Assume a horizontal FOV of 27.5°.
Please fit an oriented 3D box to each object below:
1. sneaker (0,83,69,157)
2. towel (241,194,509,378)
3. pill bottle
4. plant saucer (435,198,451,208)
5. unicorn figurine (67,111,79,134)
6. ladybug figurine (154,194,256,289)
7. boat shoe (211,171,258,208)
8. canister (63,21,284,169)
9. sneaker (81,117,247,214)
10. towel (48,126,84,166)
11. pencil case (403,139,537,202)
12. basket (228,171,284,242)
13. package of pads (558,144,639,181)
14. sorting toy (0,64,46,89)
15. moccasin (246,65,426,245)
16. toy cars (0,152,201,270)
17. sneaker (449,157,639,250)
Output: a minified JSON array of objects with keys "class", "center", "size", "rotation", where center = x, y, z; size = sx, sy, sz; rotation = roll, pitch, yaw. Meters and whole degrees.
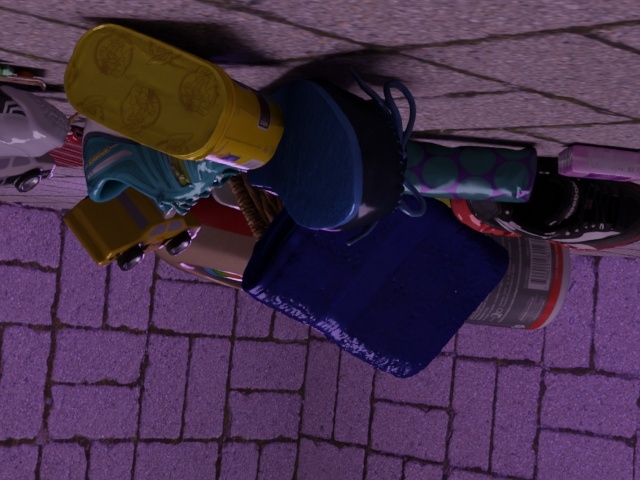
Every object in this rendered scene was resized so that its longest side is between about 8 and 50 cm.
[{"class":"sneaker","center":[-0.443,-0.065,1.307],"size":[0.365,0.210,0.137],"rotation":[6,178,-8]},{"class":"towel","center":[0.069,0.027,1.608],"size":[0.308,0.228,0.076],"rotation":[33,-168,-37]},{"class":"pill bottle","center":[0.246,0.044,2.358],"size":[0.362,0.210,0.210],"rotation":[7,177,-18]},{"class":"plant saucer","center":[0.133,-0.059,2.119],"size":[0.188,0.045,0.188],"rotation":[6,178,-9]},{"class":"unicorn figurine","center":[-0.337,-0.125,1.430],"size":[0.162,0.060,0.111],"rotation":[2,-176,-16]},{"class":"ladybug figurine","center":[-0.135,0.003,2.445],"size":[0.449,0.162,0.305],"rotation":[11,169,38]},{"class":"boat shoe","center":[-0.064,-0.071,2.050],"size":[0.227,0.079,0.081],"rotation":[12,-177,-14]},{"class":"canister","center":[-0.106,-0.105,1.009],"size":[0.126,0.073,0.170],"rotation":[24,-176,13]},{"class":"sneaker","center":[-0.143,-0.082,1.440],"size":[0.275,0.110,0.107],"rotation":[3,177,28]},{"class":"towel","center":[-0.384,-0.131,1.785],"size":[0.274,0.031,0.199],"rotation":[2,174,28]},{"class":"pencil case","center":[0.158,-0.077,1.421],"size":[0.151,0.064,0.070],"rotation":[4,-144,4]},{"class":"basket","center":[0.000,0.000,1.818],"size":[0.223,0.214,0.299],"rotation":[4,177,17]},{"class":"package of pads","center":[0.297,-0.081,1.383],"size":[0.083,0.032,0.050],"rotation":[6,179,-7]},{"class":"sorting toy","center":[-0.285,-0.154,1.212],"size":[0.062,0.012,0.083],"rotation":[11,180,-13]},{"class":"moccasin","center":[0.022,-0.086,1.114],"size":[0.116,0.138,0.342],"rotation":[2,-167,-15]},{"class":"toy cars","center":[-0.303,-0.074,1.578],"size":[0.393,0.176,0.087],"rotation":[23,126,-27]},{"class":"sneaker","center":[0.298,-0.040,1.554],"size":[0.276,0.098,0.135],"rotation":[8,179,-18]}]
